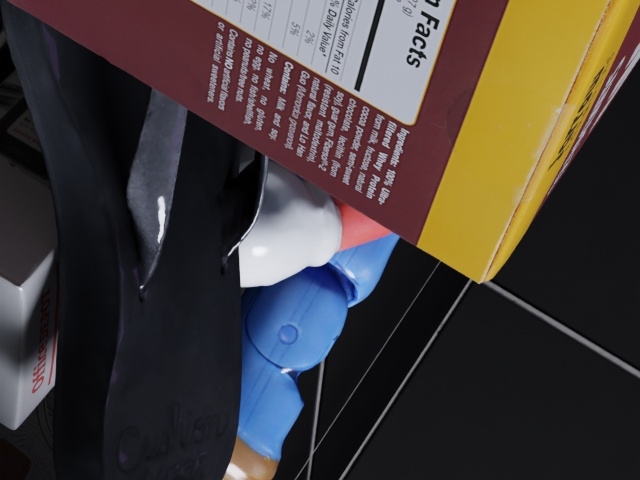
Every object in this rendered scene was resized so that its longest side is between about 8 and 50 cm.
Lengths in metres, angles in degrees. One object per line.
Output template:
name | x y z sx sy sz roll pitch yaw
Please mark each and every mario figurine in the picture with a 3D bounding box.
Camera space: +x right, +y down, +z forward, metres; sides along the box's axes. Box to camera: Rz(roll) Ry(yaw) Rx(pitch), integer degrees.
mario figurine | -0.007 -0.047 0.855 0.170 0.198 0.320 33 88 -40

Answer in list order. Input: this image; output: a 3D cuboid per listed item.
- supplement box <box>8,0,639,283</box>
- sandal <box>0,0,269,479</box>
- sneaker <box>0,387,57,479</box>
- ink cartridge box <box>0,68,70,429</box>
supplement box | 0.019 -0.133 0.431 0.191 0.194 0.129 -52 169 -31
sandal | -0.046 -0.025 0.553 0.097 0.054 0.254 -26 119 -49
sneaker | -0.159 0.118 0.724 0.118 0.083 0.222 -40 -169 33
ink cartridge box | -0.101 -0.005 0.619 0.180 0.060 0.104 -52 168 -33
